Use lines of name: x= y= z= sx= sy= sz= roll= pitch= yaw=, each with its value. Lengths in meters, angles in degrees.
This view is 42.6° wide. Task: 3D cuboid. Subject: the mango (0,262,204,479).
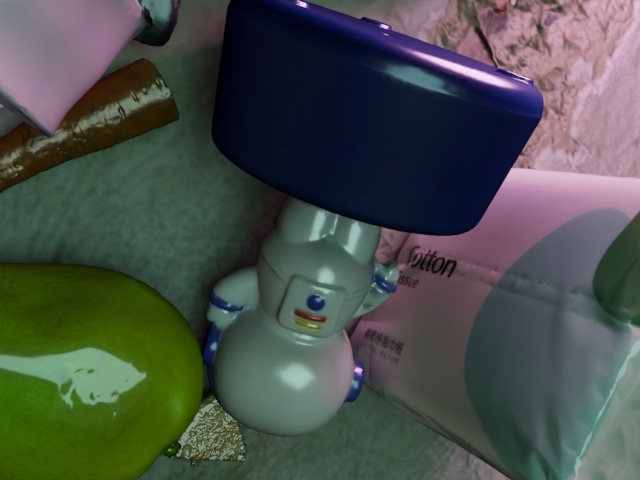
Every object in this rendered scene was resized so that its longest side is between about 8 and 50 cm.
mango: x=-0.230 y=0.111 z=0.664 sx=0.273 sy=0.149 sz=0.185 roll=5 pitch=103 yaw=-20

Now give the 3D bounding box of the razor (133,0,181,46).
razor: x=-0.185 y=-0.224 z=0.680 sx=0.148 sy=0.054 sz=0.090 roll=16 pitch=94 yaw=-21

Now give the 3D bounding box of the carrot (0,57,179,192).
carrot: x=-0.225 y=-0.082 z=0.689 sx=0.210 sy=0.061 sz=0.061 roll=-30 pitch=110 yaw=-14

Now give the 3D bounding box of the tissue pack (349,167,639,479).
tissue pack: x=0.208 y=0.084 z=0.745 sx=0.194 sy=0.356 sz=0.266 roll=34 pitch=83 yaw=-25

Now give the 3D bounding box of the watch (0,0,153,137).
watch: x=-0.232 y=-0.190 z=0.520 sx=0.248 sy=0.217 sz=0.211 roll=44 pitch=79 yaw=-28

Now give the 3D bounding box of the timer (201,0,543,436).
timer: x=0.000 y=0.000 z=0.725 sx=0.270 sy=0.270 sz=0.383 roll=11 pitch=109 yaw=-26

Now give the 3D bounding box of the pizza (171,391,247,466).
pizza: x=-0.107 y=0.191 z=0.801 sx=0.083 sy=0.025 sz=0.078 roll=-47 pitch=110 yaw=-9
